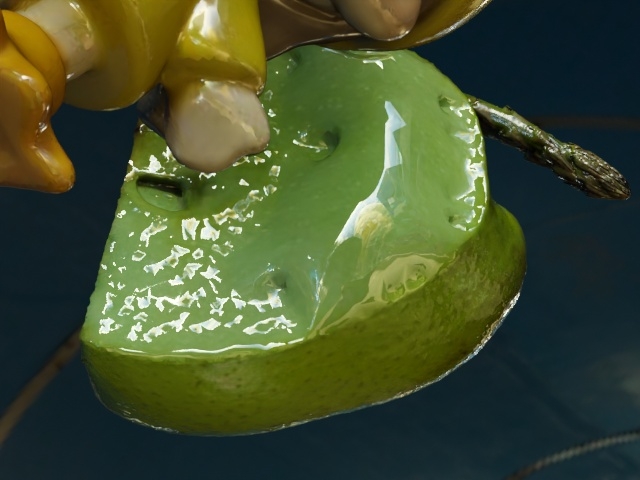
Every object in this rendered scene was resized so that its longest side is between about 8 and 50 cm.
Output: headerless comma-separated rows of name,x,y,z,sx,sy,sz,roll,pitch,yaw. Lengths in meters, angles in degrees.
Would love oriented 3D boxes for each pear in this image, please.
pear,0.000,0.000,1.035,0.238,0.318,0.342,85,-167,-57

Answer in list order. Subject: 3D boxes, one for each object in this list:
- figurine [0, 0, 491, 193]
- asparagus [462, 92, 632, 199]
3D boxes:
figurine,-0.040,-0.149,0.497,0.343,0.187,0.215,-37,-70,-47
asparagus,0.182,-0.075,1.105,0.030,0.165,0.036,-23,-39,-61
